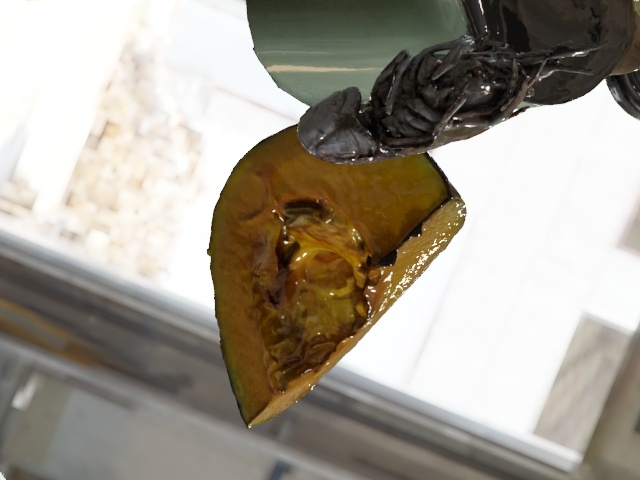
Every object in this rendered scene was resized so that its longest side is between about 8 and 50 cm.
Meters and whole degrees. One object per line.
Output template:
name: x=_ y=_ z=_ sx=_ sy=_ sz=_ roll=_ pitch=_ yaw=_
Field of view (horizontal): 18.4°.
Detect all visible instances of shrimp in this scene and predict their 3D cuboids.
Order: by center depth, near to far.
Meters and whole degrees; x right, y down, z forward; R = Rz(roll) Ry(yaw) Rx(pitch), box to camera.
shrimp: x=0.066 y=-0.076 z=1.020 sx=0.165 sy=0.065 sz=0.056 roll=-25 pitch=-112 yaw=26

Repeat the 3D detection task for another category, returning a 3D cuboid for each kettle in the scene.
kettle: x=0.062 y=-0.172 z=1.335 sx=0.255 sy=0.240 sz=0.165 roll=11 pitch=-102 yaw=55

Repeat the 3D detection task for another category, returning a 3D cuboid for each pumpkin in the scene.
pumpkin: x=0.000 y=0.000 z=1.761 sx=0.312 sy=0.169 sz=0.148 roll=-50 pitch=165 yaw=23

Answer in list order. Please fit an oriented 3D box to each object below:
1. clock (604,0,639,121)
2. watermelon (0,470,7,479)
clock: x=0.248 y=-0.301 z=1.571 sx=0.120 sy=0.276 sz=0.379 roll=152 pitch=-41 yaw=-83
watermelon: x=-0.295 y=0.158 z=1.326 sx=0.136 sy=0.207 sz=0.202 roll=-56 pitch=160 yaw=-4
